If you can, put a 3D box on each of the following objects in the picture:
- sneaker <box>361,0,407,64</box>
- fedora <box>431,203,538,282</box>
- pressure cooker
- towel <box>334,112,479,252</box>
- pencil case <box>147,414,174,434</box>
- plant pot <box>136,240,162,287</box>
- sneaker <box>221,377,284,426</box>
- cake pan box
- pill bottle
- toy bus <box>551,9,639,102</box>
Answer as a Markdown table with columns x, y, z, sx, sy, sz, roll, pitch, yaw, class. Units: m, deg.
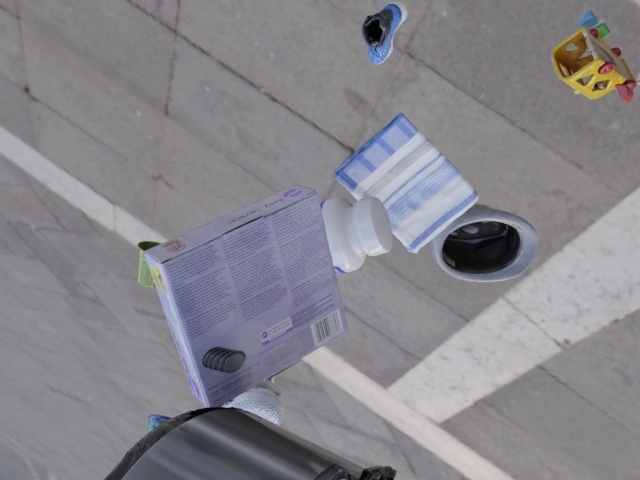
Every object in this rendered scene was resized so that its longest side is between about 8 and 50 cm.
| x | y | z | sx | sy | sz | roll | pitch | yaw | class |
| --- | --- | --- | --- | --- | --- | --- | --- | --- | --- |
| 0.107 | -0.390 | 1.413 | 0.058 | 0.084 | 0.152 | 49 | 148 | 9 | sneaker |
| 0.427 | -0.011 | 1.944 | 0.275 | 0.124 | 0.244 | 0 | 129 | 0 | fedora |
| -0.039 | 0.418 | 0.849 | 0.420 | 0.376 | 0.370 | 15 | 165 | 36 | pressure cooker |
| 0.192 | -0.118 | 1.604 | 0.209 | 0.034 | 0.285 | -40 | 116 | 16 | towel |
| -0.304 | 0.406 | 1.369 | 0.064 | 0.152 | 0.070 | 20 | 153 | -35 | pencil case |
| -0.350 | 0.052 | 1.523 | 0.083 | 0.083 | 0.079 | 24 | 107 | 20 | plant pot |
| -0.148 | 0.298 | 1.559 | 0.137 | 0.210 | 0.366 | 23 | 157 | -12 | sneaker |
| -0.091 | 0.075 | 1.052 | 0.070 | 0.266 | 0.246 | 26 | 137 | 52 | cake pan box |
| 0.000 | 0.000 | 1.467 | 0.271 | 0.152 | 0.152 | -15 | 128 | 23 | pill bottle |
| 0.551 | -0.340 | 1.471 | 0.104 | 0.191 | 0.202 | -33 | 99 | 37 | toy bus |
